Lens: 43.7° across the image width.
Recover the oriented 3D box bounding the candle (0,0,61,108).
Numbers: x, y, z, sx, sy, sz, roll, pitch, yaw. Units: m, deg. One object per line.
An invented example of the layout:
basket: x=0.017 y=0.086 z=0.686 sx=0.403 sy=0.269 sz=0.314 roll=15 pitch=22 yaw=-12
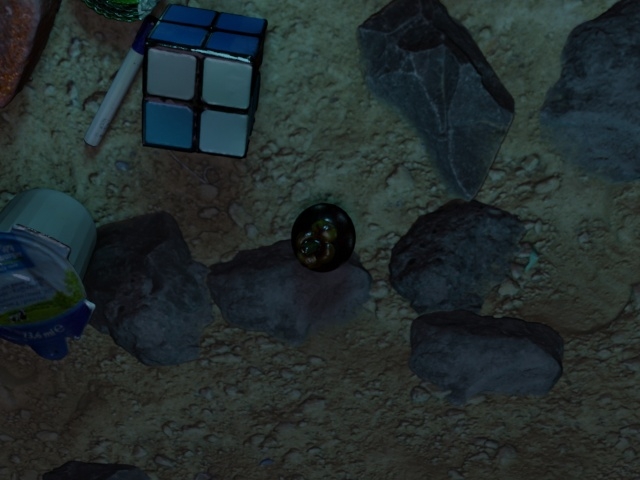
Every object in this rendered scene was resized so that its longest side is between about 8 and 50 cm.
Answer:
candle: x=-0.563 y=-0.342 z=1.256 sx=0.316 sy=0.131 sz=0.287 roll=-7 pitch=126 yaw=10

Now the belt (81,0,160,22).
belt: x=-0.312 y=-0.401 z=1.226 sx=0.151 sy=0.079 sz=0.121 roll=27 pitch=121 yaw=-15

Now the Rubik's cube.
Rubik's cube: x=-0.181 y=-0.251 z=1.261 sx=0.167 sy=0.183 sz=0.180 roll=9 pitch=126 yaw=-1

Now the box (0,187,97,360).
box: x=-0.509 y=0.046 z=1.469 sx=0.262 sy=0.206 sz=0.291 roll=-14 pitch=123 yaw=14

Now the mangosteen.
mangosteen: x=0.000 y=0.000 z=1.449 sx=0.140 sy=0.140 sz=0.140 roll=2 pitch=124 yaw=2

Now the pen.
pen: x=-0.336 y=-0.264 z=1.351 sx=0.033 sy=0.033 sz=0.269 roll=28 pitch=122 yaw=-15
